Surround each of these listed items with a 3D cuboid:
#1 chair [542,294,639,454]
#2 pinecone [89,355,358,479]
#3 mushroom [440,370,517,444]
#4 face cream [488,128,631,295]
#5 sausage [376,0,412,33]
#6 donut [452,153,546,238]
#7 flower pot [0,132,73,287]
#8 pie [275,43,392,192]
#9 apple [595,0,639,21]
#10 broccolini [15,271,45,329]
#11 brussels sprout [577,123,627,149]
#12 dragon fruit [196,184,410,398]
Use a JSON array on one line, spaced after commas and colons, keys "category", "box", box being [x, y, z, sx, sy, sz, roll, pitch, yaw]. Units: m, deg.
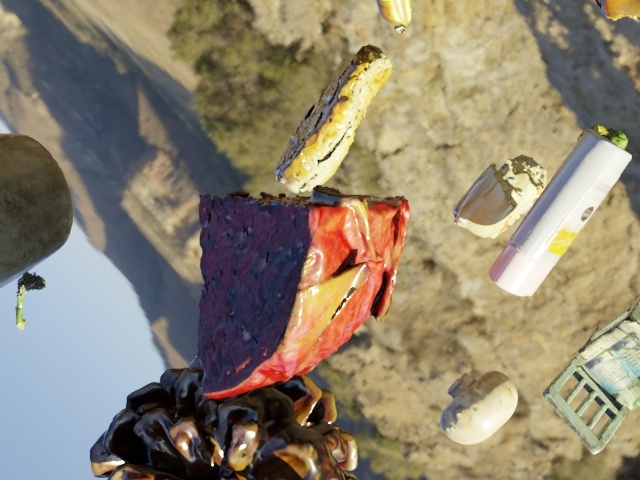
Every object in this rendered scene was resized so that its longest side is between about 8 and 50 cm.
[{"category": "chair", "box": [0.504, 0.211, 1.603, 0.136, 0.147, 0.270, 50, -143, 7]}, {"category": "pinecone", "box": [-0.140, 0.364, 1.360, 0.398, 0.398, 0.398, 47, 174, 6]}, {"category": "mushroom", "box": [0.307, 0.325, 1.903, 0.127, 0.166, 0.166, 41, 173, 14]}, {"category": "face cream", "box": [0.266, -0.027, 1.078, 0.057, 0.198, 0.084, 41, -162, 31]}, {"category": "sausage", "box": [0.115, -0.531, 1.764, 0.082, 0.082, 0.371, 42, 159, 44]}, {"category": "donut", "box": [0.223, -0.049, 1.220, 0.065, 0.108, 0.166, 44, -153, 11]}, {"category": "flower pot", "box": [-0.593, -0.032, 1.542, 0.294, 0.330, 0.293, 15, 116, 32]}, {"category": "pie", "box": [0.021, -0.203, 1.662, 0.085, 0.308, 0.308, 32, 177, -10]}, {"category": "apple", "box": [0.305, -0.249, 0.816, 0.156, 0.147, 0.158, 16, -172, 21]}, {"category": "broccolini", "box": [-0.542, 0.105, 1.775, 0.052, 0.054, 0.194, 67, 151, 19]}, {"category": "brussels sprout", "box": [0.363, -0.123, 1.247, 0.083, 0.046, 0.051, -102, 13, -77]}, {"category": "dragon fruit", "box": [0.000, 0.000, 1.138, 0.240, 0.330, 0.302, 55, 135, 5]}]
